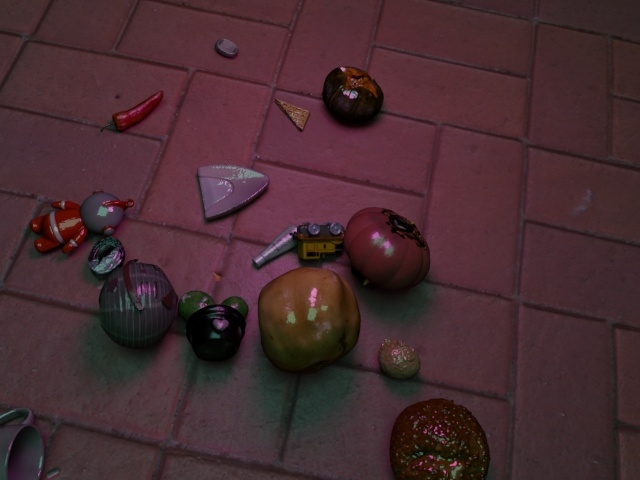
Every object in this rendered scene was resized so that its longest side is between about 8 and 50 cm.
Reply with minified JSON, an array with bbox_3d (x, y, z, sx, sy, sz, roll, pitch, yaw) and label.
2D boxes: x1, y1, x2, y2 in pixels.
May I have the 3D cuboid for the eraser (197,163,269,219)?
[{"bbox_3d":[-0.295,-0.181,1.966,0.243,0.059,0.204,-11,67,-6],"label":"eraser"}]

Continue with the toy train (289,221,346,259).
[{"bbox_3d":[0.000,0.000,1.884,0.219,0.089,0.127,-1,96,-22],"label":"toy train"}]

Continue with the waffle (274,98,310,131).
[{"bbox_3d":[-0.121,-0.476,2.133,0.153,0.023,0.097,22,65,4],"label":"waffle"}]

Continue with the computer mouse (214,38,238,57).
[{"bbox_3d":[-0.371,-0.757,2.231,0.096,0.039,0.066,31,67,1],"label":"computer mouse"}]

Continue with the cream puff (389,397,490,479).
[{"bbox_3d":[0.341,0.597,1.587,0.303,0.212,0.303,2,70,-6],"label":"cream puff"}]

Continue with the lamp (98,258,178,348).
[{"bbox_3d":[-0.542,0.189,1.690,0.233,0.233,0.265,-17,50,-12],"label":"lamp"}]

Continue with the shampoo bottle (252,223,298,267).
[{"bbox_3d":[-0.144,0.023,1.896,0.191,0.041,0.069,-38,86,-19],"label":"shampoo bottle"}]

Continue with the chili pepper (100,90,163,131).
[{"bbox_3d":[-0.677,-0.461,2.053,0.272,0.071,0.063,-37,78,-21],"label":"chili pepper"}]

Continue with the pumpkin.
[{"bbox_3d":[0.117,-0.540,2.107,0.238,0.159,0.238,10,46,-10],"label":"pumpkin"}]

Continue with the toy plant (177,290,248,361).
[{"bbox_3d":[-0.327,0.248,1.723,0.218,0.175,0.235,2,38,-12],"label":"toy plant"}]

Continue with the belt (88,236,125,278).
[{"bbox_3d":[-0.690,0.057,1.827,0.105,0.058,0.140,21,62,-2],"label":"belt"}]

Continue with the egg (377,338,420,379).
[{"bbox_3d":[0.240,0.367,1.735,0.140,0.116,0.118,28,89,4],"label":"egg"}]

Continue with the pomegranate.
[{"bbox_3d":[-0.045,0.229,1.665,0.332,0.332,0.332,2,66,-4],"label":"pomegranate"}]

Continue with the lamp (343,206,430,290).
[{"bbox_3d":[0.202,0.039,1.810,0.305,0.239,0.305,29,24,-15],"label":"lamp"}]

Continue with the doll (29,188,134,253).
[{"bbox_3d":[-0.777,-0.071,1.859,0.336,0.105,0.200,-22,68,-6],"label":"doll"}]

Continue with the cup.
[{"bbox_3d":[-0.893,0.569,1.533,0.234,0.186,0.258,-3,36,3],"label":"cup"}]
